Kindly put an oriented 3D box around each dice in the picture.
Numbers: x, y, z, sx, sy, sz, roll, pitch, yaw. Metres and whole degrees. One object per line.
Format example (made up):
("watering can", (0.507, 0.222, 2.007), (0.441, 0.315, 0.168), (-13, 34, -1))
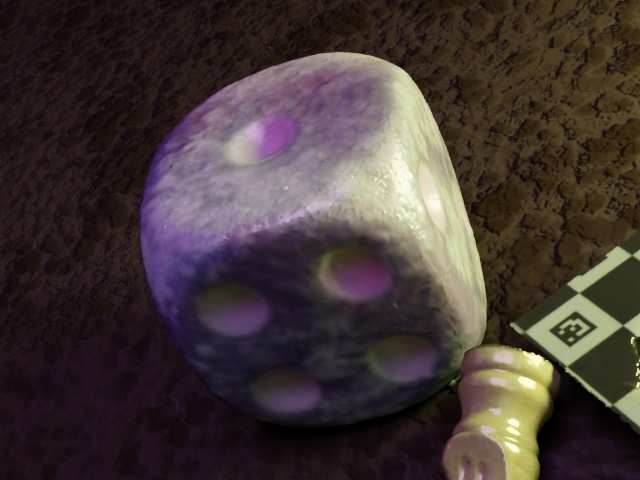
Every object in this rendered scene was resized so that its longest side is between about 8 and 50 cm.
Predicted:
("dice", (0.000, 0.000, 1.142), (0.270, 0.271, 0.270), (-17, 39, 15))

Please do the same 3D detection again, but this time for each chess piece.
("chess piece", (0.145, 0.196, 0.997), (0.090, 0.090, 0.200), (-1, 57, 31))

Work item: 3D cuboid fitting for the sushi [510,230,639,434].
("sushi", (0.399, 0.079, 0.972), (0.343, 0.064, 0.359), (-34, 36, -10))
